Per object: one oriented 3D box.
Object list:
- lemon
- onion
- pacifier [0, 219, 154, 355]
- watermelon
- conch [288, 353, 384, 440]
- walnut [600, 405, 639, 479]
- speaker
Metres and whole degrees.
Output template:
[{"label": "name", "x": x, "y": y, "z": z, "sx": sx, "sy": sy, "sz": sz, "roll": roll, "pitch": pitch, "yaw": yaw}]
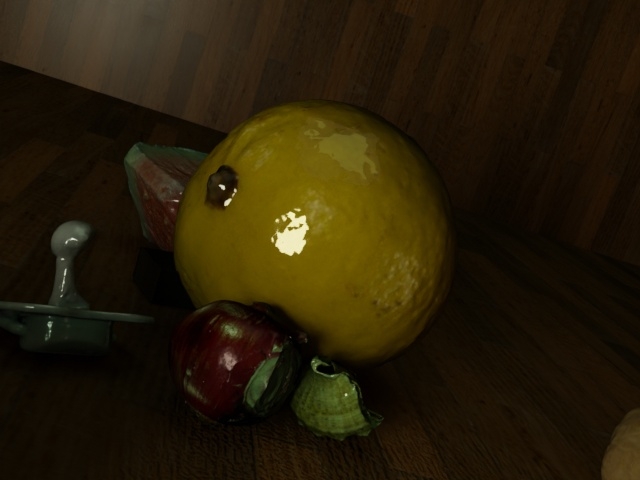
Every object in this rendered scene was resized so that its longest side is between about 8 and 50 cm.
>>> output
[{"label": "lemon", "x": 0.000, "y": 0.001, "z": 0.913, "sx": 0.297, "sy": 0.297, "sz": 0.297, "roll": 18, "pitch": 11, "yaw": -4}, {"label": "onion", "x": -0.073, "y": 0.098, "z": 0.743, "sx": 0.118, "sy": 0.118, "sz": 0.117, "roll": 24, "pitch": -24, "yaw": 22}, {"label": "pacifier", "x": -0.220, "y": 0.041, "z": 0.779, "sx": 0.150, "sy": 0.117, "sz": 0.127, "roll": 7, "pitch": -10, "yaw": -32}, {"label": "watermelon", "x": -0.136, "y": -0.023, "z": 1.154, "sx": 0.193, "sy": 0.140, "sz": 0.256, "roll": 0, "pitch": 24, "yaw": -43}, {"label": "conch", "x": 0.015, "y": 0.137, "z": 0.788, "sx": 0.089, "sy": 0.074, "sz": 0.121, "roll": 22, "pitch": -28, "yaw": 12}, {"label": "walnut", "x": 0.330, "y": 0.217, "z": 0.787, "sx": 0.166, "sy": 0.149, "sz": 0.166, "roll": 36, "pitch": -16, "yaw": 12}, {"label": "speaker", "x": -0.106, "y": 0.055, "z": 1.059, "sx": 0.218, "sy": 0.044, "sz": 0.082, "roll": 12, "pitch": 13, "yaw": -30}]
